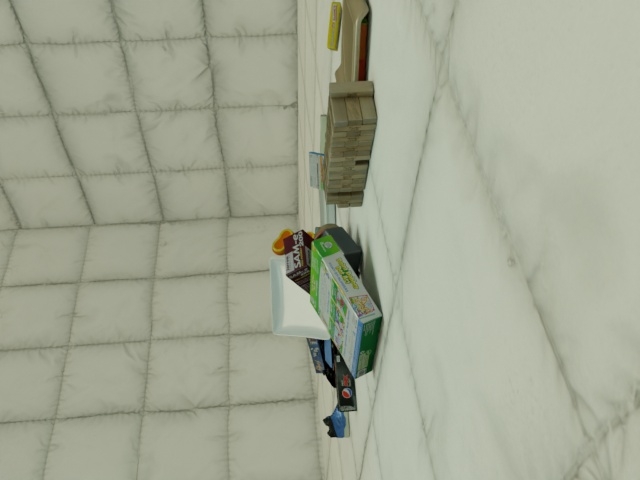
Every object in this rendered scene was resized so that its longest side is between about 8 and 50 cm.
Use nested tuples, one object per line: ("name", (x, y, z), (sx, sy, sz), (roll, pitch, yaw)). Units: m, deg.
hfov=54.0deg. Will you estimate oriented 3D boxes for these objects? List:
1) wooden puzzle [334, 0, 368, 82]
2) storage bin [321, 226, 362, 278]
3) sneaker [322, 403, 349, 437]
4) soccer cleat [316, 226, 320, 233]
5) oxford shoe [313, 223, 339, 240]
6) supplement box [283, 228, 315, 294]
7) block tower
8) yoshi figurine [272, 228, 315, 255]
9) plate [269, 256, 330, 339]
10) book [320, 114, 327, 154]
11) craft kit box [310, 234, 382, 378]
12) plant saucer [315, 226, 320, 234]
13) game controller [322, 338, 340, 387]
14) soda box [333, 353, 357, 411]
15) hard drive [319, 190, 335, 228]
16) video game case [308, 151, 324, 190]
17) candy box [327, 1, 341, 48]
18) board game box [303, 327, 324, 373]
("wooden puzzle", (0.072, -0.428, 1.376), (0.221, 0.044, 0.238), (-98, 11, -48))
("storage bin", (0.054, 0.032, 1.591), (0.135, 0.098, 0.091), (52, 140, 40))
("sneaker", (0.049, 0.579, 2.087), (0.058, 0.085, 0.152), (140, 126, -84))
("soccer cleat", (-0.005, -0.033, 2.665), (0.083, 0.029, 0.035), (85, 174, -47))
("oxford shoe", (0.017, 0.030, 1.882), (0.348, 0.123, 0.130), (97, 174, -60))
("supplement box", (-0.003, 0.089, 1.716), (0.239, 0.073, 0.130), (41, -150, -42))
("block tower", (0.058, -0.197, 1.381), (0.335, 0.091, 0.097), (93, 171, -59))
("yoshi figurine", (-0.057, 0.120, 2.339), (0.203, 0.203, 0.362), (61, 179, 35))
("plate", (-0.062, 0.194, 2.166), (0.278, 0.045, 0.277), (-3, 89, 42))
("book", (0.011, -0.365, 2.201), (0.096, 0.035, 0.144), (-98, 6, -74))
("craft kit box", (0.051, 0.157, 1.459), (0.246, 0.061, 0.250), (55, 157, 32))
("plant saucer", (0.000, 0.000, 2.594), (0.119, 0.021, 0.119), (171, 90, -79))
("game controller", (0.037, 0.347, 2.190), (0.166, 0.067, 0.319), (-124, 31, -81))
("soda box", (0.073, 0.423, 1.873), (0.060, 0.053, 0.169), (109, 158, -78))
("hard drive", (0.024, -0.105, 2.182), (0.203, 0.040, 0.307), (-110, 17, -74))
("video game case", (0.009, -0.221, 2.033), (0.166, 0.015, 0.119), (24, 119, 58))
("candy box", (0.036, -0.527, 1.561), (0.206, 0.027, 0.105), (-79, -7, -75))
("board game box", (-0.003, 0.348, 2.314), (0.165, 0.042, 0.243), (-73, -23, -48))
